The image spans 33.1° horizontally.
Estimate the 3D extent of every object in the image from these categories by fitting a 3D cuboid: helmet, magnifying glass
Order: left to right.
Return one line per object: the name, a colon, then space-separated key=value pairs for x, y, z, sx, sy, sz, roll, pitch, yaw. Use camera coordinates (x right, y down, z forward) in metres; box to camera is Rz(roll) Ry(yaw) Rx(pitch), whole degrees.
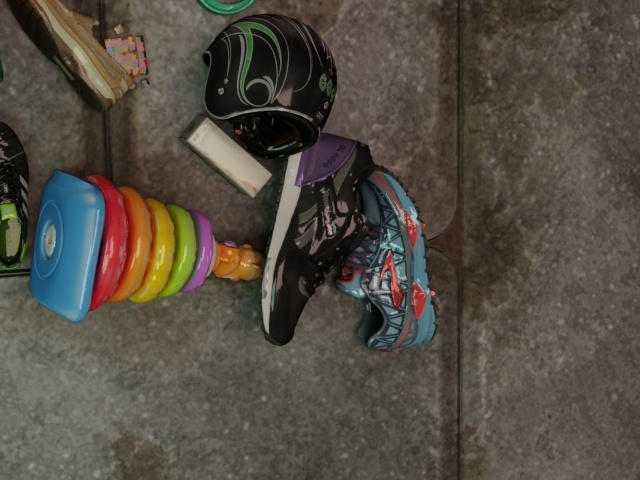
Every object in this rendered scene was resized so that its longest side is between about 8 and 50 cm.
magnifying glass: x=-0.086 y=-0.393 z=1.377 sx=0.092 sy=0.026 sz=0.231 roll=32 pitch=84 yaw=-21
helmet: x=-0.063 y=-0.199 z=1.330 sx=0.169 sy=0.169 sz=0.162 roll=11 pitch=64 yaw=-22

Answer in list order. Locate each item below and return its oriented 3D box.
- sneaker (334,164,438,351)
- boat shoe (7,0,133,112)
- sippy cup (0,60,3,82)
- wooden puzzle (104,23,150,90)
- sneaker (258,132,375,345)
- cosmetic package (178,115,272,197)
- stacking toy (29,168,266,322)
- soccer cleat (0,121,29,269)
sneaker: x=0.079 y=0.031 z=1.453 sx=0.125 sy=0.104 sz=0.262 roll=-16 pitch=102 yaw=-16
boat shoe: x=-0.299 y=-0.248 z=1.299 sx=0.072 sy=0.068 sz=0.190 roll=-47 pitch=116 yaw=-26
sippy cup: x=-0.488 y=-0.240 z=1.147 sx=0.224 sy=0.240 sz=0.306 roll=-22 pitch=80 yaw=-6
wooden puzzle: x=-0.242 y=-0.228 z=1.347 sx=0.049 sy=0.006 sz=0.083 roll=-10 pitch=101 yaw=-19
sneaker: x=0.000 y=0.000 z=1.376 sx=0.124 sy=0.107 sz=0.283 roll=10 pitch=84 yaw=6
cosmetic package: x=-0.122 y=-0.107 z=1.380 sx=0.115 sy=0.060 sz=0.041 roll=41 pitch=83 yaw=-19
stacking toy: x=-0.193 y=0.014 z=1.334 sx=0.301 sy=0.175 sz=0.166 roll=7 pitch=97 yaw=-33
soccer cleat: x=-0.373 y=-0.052 z=1.283 sx=0.060 sy=0.072 sz=0.179 roll=-6 pitch=99 yaw=-20
